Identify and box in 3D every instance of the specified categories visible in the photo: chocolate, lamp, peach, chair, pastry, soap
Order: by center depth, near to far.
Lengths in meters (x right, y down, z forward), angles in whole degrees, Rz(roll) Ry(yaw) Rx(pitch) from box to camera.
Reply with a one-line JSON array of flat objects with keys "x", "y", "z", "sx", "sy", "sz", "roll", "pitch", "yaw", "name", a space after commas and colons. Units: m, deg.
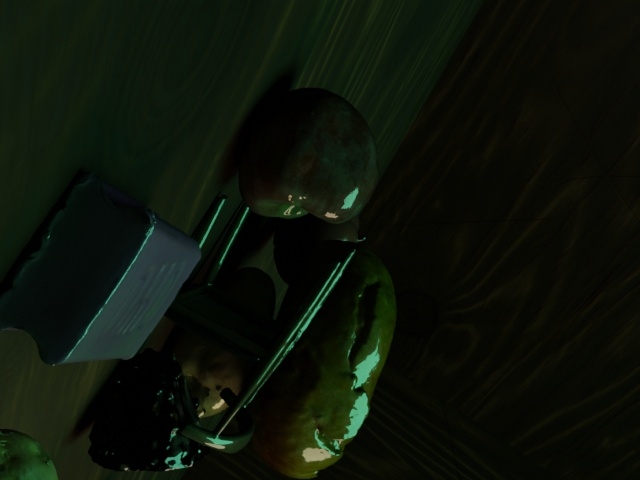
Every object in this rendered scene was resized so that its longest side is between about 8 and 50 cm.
[{"x": -0.157, "y": 0.028, "z": 0.684, "sx": 0.122, "sy": 0.065, "sz": 0.203, "roll": -56, "pitch": 175, "yaw": -3, "name": "soap"}, {"x": -0.010, "y": -0.091, "z": 0.982, "sx": 0.152, "sy": 0.152, "sz": 0.152, "roll": -56, "pitch": 175, "yaw": -7, "name": "peach"}, {"x": -0.101, "y": 0.095, "z": 1.092, "sx": 0.272, "sy": 0.166, "sz": 0.188, "roll": -62, "pitch": 175, "yaw": 7, "name": "chair"}, {"x": -0.203, "y": 0.195, "z": 1.109, "sx": 0.156, "sy": 0.156, "sz": 0.133, "roll": -32, "pitch": 126, "yaw": -79, "name": "chocolate"}, {"x": 0.000, "y": 0.166, "z": 1.319, "sx": 0.356, "sy": 0.164, "sz": 0.355, "roll": -162, "pitch": -90, "yaw": -90, "name": "pastry"}, {"x": 0.000, "y": 0.000, "z": 1.516, "sx": 0.182, "sy": 0.140, "sz": 0.182, "roll": -56, "pitch": -158, "yaw": 37, "name": "lamp"}]

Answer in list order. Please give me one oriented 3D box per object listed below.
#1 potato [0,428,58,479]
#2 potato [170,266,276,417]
[{"x": -0.265, "y": 0.229, "z": 0.704, "sx": 0.109, "sy": 0.119, "sz": 0.178, "roll": 28, "pitch": -81, "yaw": 60, "name": "potato"}, {"x": -0.143, "y": 0.140, "z": 1.322, "sx": 0.234, "sy": 0.128, "sz": 0.161, "roll": -60, "pitch": -168, "yaw": -8, "name": "potato"}]
